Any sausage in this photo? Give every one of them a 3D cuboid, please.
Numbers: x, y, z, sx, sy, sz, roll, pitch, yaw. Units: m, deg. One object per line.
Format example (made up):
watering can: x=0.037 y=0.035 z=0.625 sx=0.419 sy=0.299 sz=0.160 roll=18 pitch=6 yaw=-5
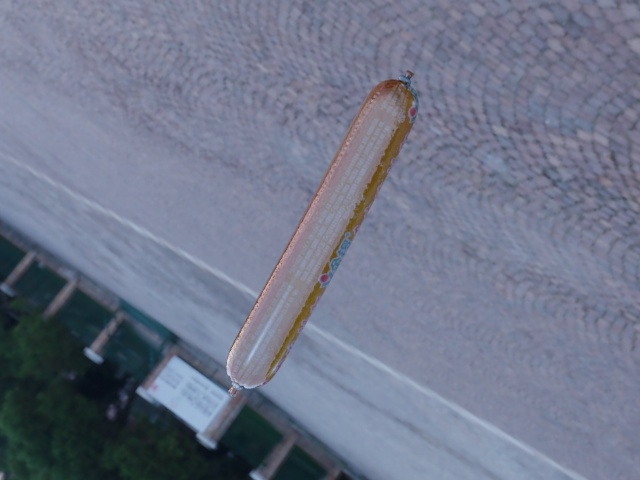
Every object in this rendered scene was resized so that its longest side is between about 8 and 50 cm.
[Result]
sausage: x=0.000 y=0.000 z=0.876 sx=0.053 sy=0.347 sz=0.053 roll=28 pitch=-169 yaw=-6
